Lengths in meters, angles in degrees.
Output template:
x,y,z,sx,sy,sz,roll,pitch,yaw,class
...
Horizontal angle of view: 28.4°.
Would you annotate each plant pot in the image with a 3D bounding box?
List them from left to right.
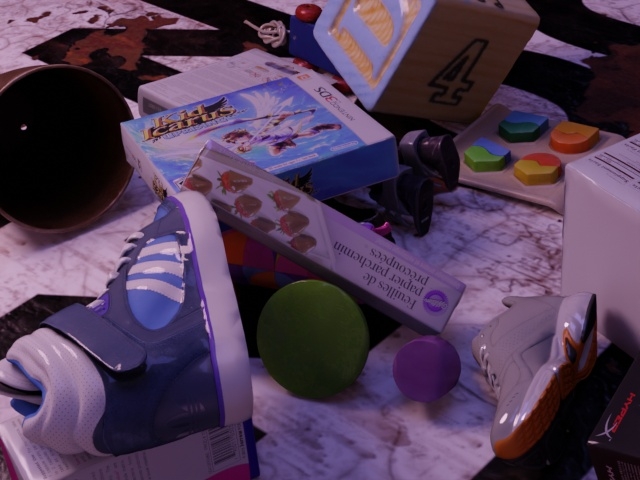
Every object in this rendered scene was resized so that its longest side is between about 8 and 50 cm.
x,y,z,sx,sy,sz,roll,pitch,yaw,class
-0.389,-0.140,1.677,0.215,0.215,0.230,-25,27,-26,plant pot

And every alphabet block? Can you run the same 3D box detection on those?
x,y,z,sx,sy,sz,roll,pitch,yaw,class
0.141,-0.292,1.733,0.197,0.193,0.192,2,44,-39,alphabet block

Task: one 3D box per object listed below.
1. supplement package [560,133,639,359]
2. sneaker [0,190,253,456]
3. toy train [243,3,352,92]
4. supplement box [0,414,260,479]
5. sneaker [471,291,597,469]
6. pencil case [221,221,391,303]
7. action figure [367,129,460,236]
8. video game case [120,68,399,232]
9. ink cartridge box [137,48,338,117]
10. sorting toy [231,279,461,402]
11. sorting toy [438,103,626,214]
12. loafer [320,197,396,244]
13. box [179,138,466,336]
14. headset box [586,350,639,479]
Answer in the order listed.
x,y,z,sx,sy,sz,roll,pitch,yaw,class
0.390,-0.007,1.385,0.203,0.194,0.149,-22,39,-22,supplement package
-0.204,0.072,1.209,0.236,0.130,0.322,-9,39,-10,sneaker
0.015,-0.321,1.953,0.143,0.105,0.248,-21,37,-38,toy train
-0.185,0.205,1.228,0.220,0.111,0.114,-22,39,-23,supplement box
0.203,0.141,1.303,0.121,0.099,0.262,4,28,24,sneaker
-0.040,0.012,1.492,0.236,0.104,0.104,8,38,17,pencil case
0.034,-0.102,1.650,0.285,0.099,0.185,19,49,35,action figure
-0.079,-0.112,1.541,0.270,0.061,0.244,-18,32,-18,video game case
-0.119,-0.205,1.851,0.189,0.066,0.232,27,35,37,ink cartridge box
-0.012,0.094,1.401,0.366,0.127,0.126,13,10,19,sorting toy
0.279,-0.118,1.686,0.208,0.038,0.193,22,43,31,sorting toy
-0.010,-0.031,1.563,0.220,0.078,0.080,10,38,20,loafer
0.000,0.000,1.378,0.324,0.067,0.063,29,78,-3,box
0.424,0.172,1.134,0.293,0.110,0.218,12,50,38,headset box
